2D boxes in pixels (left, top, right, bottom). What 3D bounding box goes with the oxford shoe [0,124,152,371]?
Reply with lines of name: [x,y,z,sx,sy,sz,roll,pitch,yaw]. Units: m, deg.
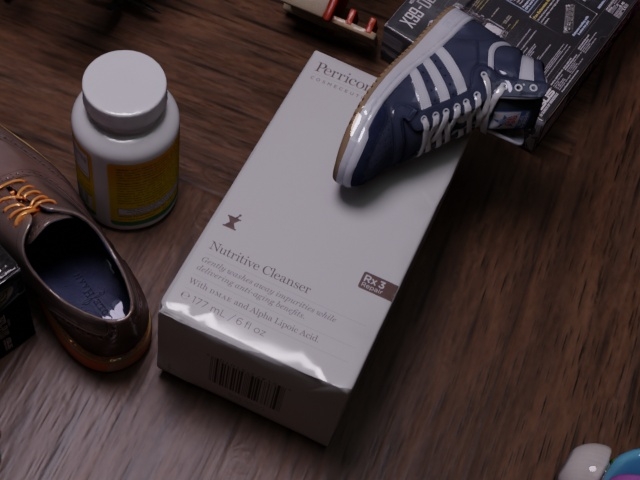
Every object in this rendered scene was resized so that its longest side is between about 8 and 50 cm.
oxford shoe: [-0.304,-0.028,1.219,0.130,0.133,0.364,-40,79,-23]

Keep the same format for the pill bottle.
pill bottle: [-0.214,-0.111,1.257,0.117,0.208,0.118,3,59,-5]

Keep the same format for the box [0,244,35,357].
box: [-0.389,0.026,1.189,0.077,0.147,0.180,-38,70,-25]

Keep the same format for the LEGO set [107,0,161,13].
LEGO set: [-0.354,-0.362,1.381,0.331,0.192,0.255,23,22,0]

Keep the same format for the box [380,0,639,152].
box: [0.262,-0.300,1.489,0.242,0.076,0.307,33,69,13]

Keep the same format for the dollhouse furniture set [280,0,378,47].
dollhouse furniture set: [0.056,-0.395,1.457,0.135,0.262,0.259,22,93,4]

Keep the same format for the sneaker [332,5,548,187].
sneaker: [0.139,-0.131,1.209,0.153,0.099,0.282,32,55,11]

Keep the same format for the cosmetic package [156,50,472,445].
cosmetic package: [0.000,0.000,1.250,0.217,0.156,0.385,23,59,4]

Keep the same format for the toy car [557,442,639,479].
toy car: [0.309,0.284,1.136,0.159,0.136,0.182,31,60,11]
